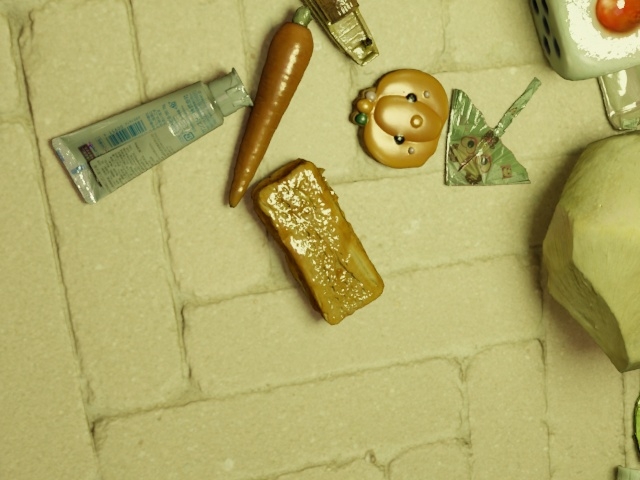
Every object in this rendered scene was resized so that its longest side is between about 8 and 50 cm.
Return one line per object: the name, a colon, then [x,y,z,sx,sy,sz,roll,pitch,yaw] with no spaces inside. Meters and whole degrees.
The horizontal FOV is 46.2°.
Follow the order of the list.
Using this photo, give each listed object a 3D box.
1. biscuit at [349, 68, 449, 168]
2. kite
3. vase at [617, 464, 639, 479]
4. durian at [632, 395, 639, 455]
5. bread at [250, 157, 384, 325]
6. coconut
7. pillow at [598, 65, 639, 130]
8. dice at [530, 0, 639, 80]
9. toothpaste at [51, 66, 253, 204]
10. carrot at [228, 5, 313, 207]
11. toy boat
biscuit: [0.132,-0.204,1.242,0.170,0.050,0.170,-2,100,-14]
kite: [0.305,-0.184,1.310,0.250,0.012,0.229,-47,111,-2]
vase: [0.499,0.626,1.408,0.445,0.250,0.250,-41,107,-8]
durian: [0.724,0.303,1.440,0.198,0.163,0.394,5,105,-13]
bread: [0.000,0.000,1.234,0.139,0.077,0.271,-35,108,-10]
coconut: [0.545,0.028,1.240,0.416,0.344,0.415,5,72,-16]
pillow: [0.540,-0.313,1.330,0.131,0.038,0.232,-29,104,0]
dice: [0.452,-0.373,1.197,0.193,0.192,0.194,-20,103,11]
toothpaste: [-0.250,-0.169,1.149,0.299,0.073,0.114,-27,107,-1]
carrot: [-0.079,-0.207,1.185,0.069,0.069,0.336,18,100,-17]
toy boat: [0.016,-0.372,1.161,0.068,0.088,0.226,-37,106,-6]
